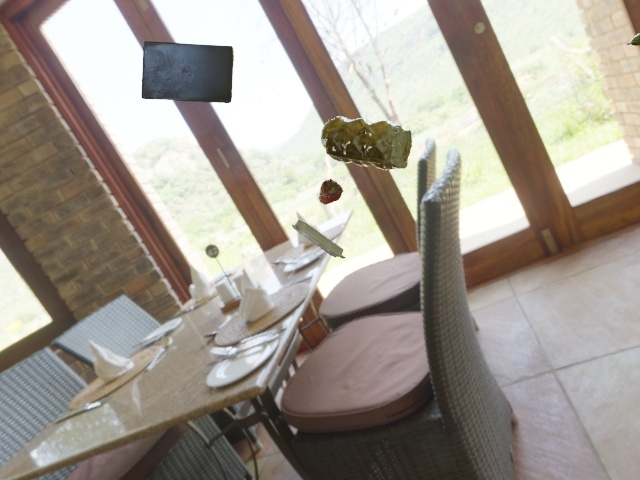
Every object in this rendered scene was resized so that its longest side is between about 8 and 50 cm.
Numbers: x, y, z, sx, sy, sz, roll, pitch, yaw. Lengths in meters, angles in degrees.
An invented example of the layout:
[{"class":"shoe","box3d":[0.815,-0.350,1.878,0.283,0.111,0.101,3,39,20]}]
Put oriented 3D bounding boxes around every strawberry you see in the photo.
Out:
[{"class":"strawberry","box3d":[0.026,-0.141,1.252,0.073,0.073,0.083,-35,-9,-34]}]

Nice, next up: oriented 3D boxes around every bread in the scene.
[{"class":"bread","box3d":[0.122,-0.287,1.246,0.268,0.152,0.130,16,52,32]}]

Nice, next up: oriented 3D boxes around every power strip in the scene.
[{"class":"power strip","box3d":[0.000,0.000,1.155,0.030,0.191,0.048,-61,26,-12]}]

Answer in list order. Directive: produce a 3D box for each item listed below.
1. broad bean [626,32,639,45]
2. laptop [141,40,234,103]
[{"class":"broad bean","box3d":[0.926,-0.526,1.015,0.326,0.067,0.075,-11,27,20]},{"class":"laptop","box3d":[-0.289,-0.367,0.928,0.197,0.135,0.016,2,-5,-4]}]
